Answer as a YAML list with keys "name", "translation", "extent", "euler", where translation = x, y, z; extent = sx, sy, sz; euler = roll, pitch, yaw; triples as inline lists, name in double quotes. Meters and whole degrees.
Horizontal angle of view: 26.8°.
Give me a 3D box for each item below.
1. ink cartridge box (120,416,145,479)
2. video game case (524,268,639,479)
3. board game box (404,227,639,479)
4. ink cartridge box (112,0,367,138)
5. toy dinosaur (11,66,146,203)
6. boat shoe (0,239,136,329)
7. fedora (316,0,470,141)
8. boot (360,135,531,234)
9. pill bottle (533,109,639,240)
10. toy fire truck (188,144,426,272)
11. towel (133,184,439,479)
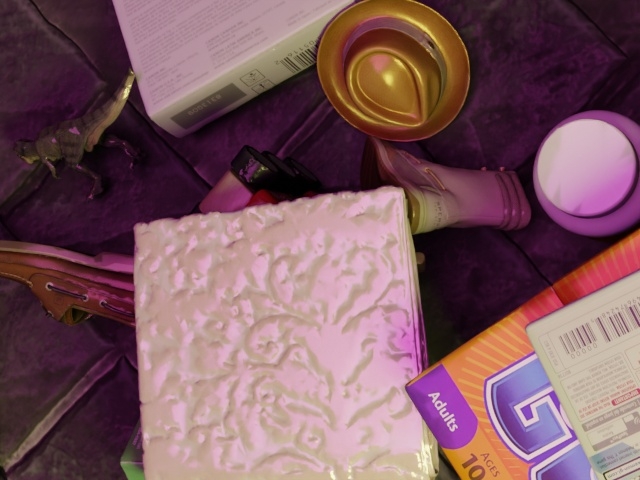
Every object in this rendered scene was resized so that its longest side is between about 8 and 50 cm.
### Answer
- name: "ink cartridge box"
  translation: [-0.060, 0.229, 1.599]
  extent: [0.289, 0.211, 0.122]
  euler: [0, 129, 20]
- name: "video game case"
  translation: [0.389, 0.137, 1.167]
  extent: [0.329, 0.036, 0.300]
  euler: [-28, 79, 14]
- name: "board game box"
  translation: [0.365, 0.196, 1.380]
  extent: [0.356, 0.356, 0.357]
  euler: [-36, 76, 14]
- name: "ink cartridge box"
  translation: [-0.126, -0.367, 1.751]
  extent: [0.308, 0.091, 0.385]
  euler: [-28, 62, 17]
- name: "toy dinosaur"
  translation: [-0.305, -0.125, 1.771]
  extent: [0.268, 0.064, 0.118]
  euler: [-24, 116, 37]
- name: "boat shoe"
  translation: [-0.334, 0.061, 1.768]
  extent: [0.307, 0.110, 0.105]
  euler: [6, 88, 20]
- name: "fedora"
  translation: [0.086, -0.193, 1.607]
  extent: [0.194, 0.079, 0.194]
  euler: [3, 120, 5]
- name: "boot"
  translation: [0.145, -0.066, 1.612]
  extent: [0.165, 0.213, 0.077]
  euler: [-1, 115, -17]
- name: "pill bottle"
  translation: [0.309, -0.069, 1.472]
  extent: [0.136, 0.245, 0.136]
  euler: [-1, 87, 20]
- name: "toy fire truck"
  translation: [0.000, 0.000, 1.596]
  extent: [0.246, 0.217, 0.158]
  euler: [43, 101, 15]
- name: "towel"
  translation: [-0.046, 0.115, 1.458]
  extent: [0.331, 0.053, 0.317]
  euler: [-7, 83, 19]
